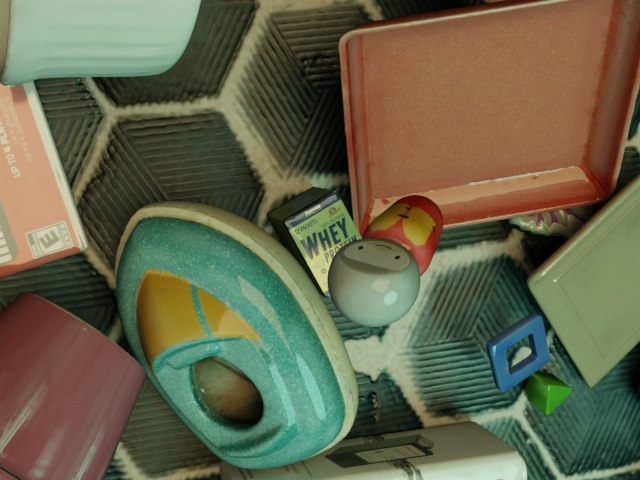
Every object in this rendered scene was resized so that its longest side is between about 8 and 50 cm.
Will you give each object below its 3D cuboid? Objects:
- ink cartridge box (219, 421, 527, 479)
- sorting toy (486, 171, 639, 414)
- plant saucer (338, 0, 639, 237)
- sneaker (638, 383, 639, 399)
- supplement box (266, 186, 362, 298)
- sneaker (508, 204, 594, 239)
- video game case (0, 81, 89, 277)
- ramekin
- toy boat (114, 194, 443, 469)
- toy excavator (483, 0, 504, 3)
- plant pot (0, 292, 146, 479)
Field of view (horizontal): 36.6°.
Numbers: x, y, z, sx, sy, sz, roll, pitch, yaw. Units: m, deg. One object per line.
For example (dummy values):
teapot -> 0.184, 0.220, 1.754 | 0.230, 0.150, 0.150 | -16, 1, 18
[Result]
ink cartridge box -> 0.051, 0.298, 0.925 | 0.272, 0.115, 0.199 | -5, 97, -14
sorting toy -> 0.299, 0.031, 0.983 | 0.347, 0.047, 0.196 | -42, 128, -7
plant saucer -> 0.148, -0.115, 0.864 | 0.259, 0.048, 0.258 | -9, 141, -1
sneaker -> 0.466, 0.060, 0.996 | 0.125, 0.140, 0.341 | 37, 112, -27
supplement box -> 0.000, 0.000, 0.899 | 0.056, 0.083, 0.083 | -31, 102, -9
sneaker -> 0.237, -0.038, 0.983 | 0.098, 0.038, 0.069 | 9, 92, -24
video game case -> -0.368, -0.044, 0.831 | 0.285, 0.025, 0.204 | -19, 100, -12
ramekin -> -0.174, -0.255, 0.738 | 0.135, 0.277, 0.277 | 0, 96, -21
toy boat -> -0.040, 0.063, 0.798 | 0.318, 0.148, 0.267 | -30, 101, 32
toy excavator -> 0.080, -0.340, 0.784 | 0.222, 0.433, 0.445 | -19, 88, 33
plant pot -> -0.248, 0.151, 0.805 | 0.201, 0.201, 0.180 | 38, 70, -15
